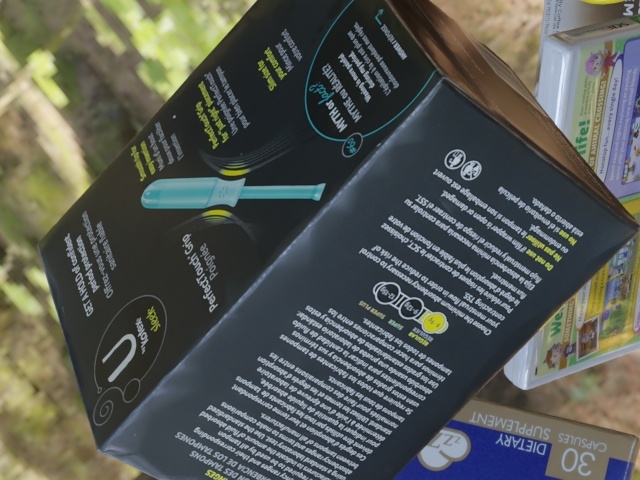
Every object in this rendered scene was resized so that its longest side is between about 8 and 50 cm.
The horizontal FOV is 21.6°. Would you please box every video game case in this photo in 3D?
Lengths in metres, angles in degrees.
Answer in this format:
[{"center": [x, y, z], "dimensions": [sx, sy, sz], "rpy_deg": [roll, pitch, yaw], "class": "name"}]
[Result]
[{"center": [0.194, -0.032, 0.946], "dimensions": [0.023, 0.193, 0.212], "rpy_deg": [39, 135, 46], "class": "video game case"}]

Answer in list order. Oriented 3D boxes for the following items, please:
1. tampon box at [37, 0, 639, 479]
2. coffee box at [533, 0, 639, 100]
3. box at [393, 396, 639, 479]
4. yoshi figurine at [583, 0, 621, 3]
[{"center": [0.000, 0.000, 0.569], "dimensions": [0.101, 0.161, 0.120], "rpy_deg": [33, -162, -35], "class": "tampon box"}, {"center": [0.265, -0.114, 1.458], "dimensions": [0.098, 0.246, 0.141], "rpy_deg": [3, -175, -43], "class": "coffee box"}, {"center": [0.068, 0.191, 0.831], "dimensions": [0.136, 0.225, 0.036], "rpy_deg": [12, 174, 13], "class": "box"}, {"center": [0.233, -0.348, 1.099], "dimensions": [0.203, 0.362, 0.203], "rpy_deg": [14, 157, 5], "class": "yoshi figurine"}]
